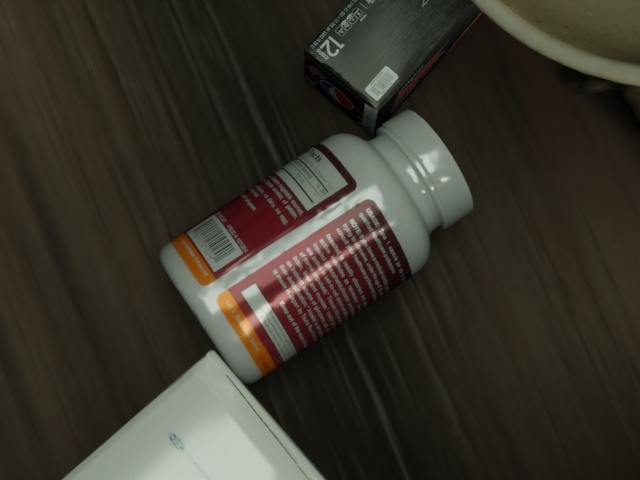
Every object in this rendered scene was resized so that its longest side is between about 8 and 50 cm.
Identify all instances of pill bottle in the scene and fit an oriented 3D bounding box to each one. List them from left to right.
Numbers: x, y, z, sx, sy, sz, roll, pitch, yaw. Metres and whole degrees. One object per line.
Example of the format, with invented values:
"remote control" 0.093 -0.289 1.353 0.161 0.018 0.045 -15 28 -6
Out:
"pill bottle" 0.000 0.000 0.729 0.152 0.086 0.086 -33 83 -6

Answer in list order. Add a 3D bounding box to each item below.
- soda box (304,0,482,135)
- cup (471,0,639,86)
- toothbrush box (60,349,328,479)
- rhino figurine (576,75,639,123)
"soda box" 0.064 -0.140 0.766 0.053 0.060 0.169 41 83 6
"cup" 0.232 -0.226 0.651 0.331 0.237 0.331 1 91 40
"toothbrush box" -0.081 0.169 0.594 0.216 0.295 0.126 -41 84 -8
"rhino figurine" 0.232 -0.074 0.754 0.243 0.073 0.106 33 79 5
